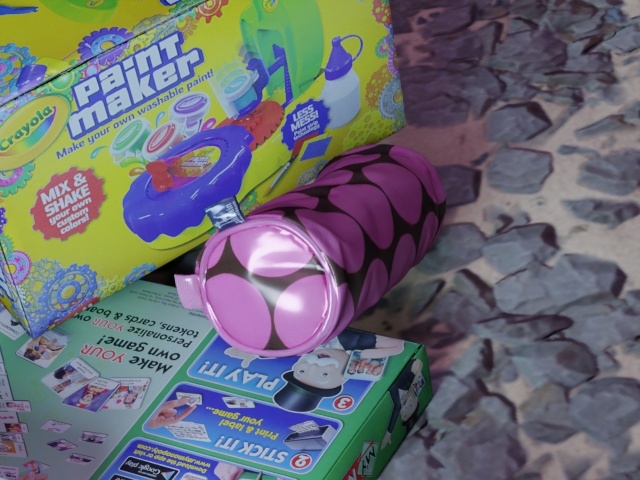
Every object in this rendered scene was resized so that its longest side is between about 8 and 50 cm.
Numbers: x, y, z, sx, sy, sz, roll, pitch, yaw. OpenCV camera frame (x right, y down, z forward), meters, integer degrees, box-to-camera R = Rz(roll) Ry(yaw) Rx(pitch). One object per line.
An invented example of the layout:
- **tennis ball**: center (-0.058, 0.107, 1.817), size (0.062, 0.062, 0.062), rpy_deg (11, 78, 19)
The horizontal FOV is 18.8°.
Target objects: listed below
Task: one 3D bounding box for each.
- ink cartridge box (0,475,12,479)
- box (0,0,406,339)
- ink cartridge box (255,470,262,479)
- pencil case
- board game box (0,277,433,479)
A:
- **ink cartridge box**: center (-0.229, 0.207, 0.971), size (0.128, 0.127, 0.176), rpy_deg (16, 46, 32)
- **box**: center (-0.148, -0.137, 1.249), size (0.290, 0.177, 0.279), rpy_deg (-30, 46, -19)
- **ink cartridge box**: center (-0.018, 0.246, 0.801), size (0.097, 0.189, 0.255), rpy_deg (11, 30, 6)
- **pencil case**: center (0.000, 0.000, 1.149), size (0.098, 0.095, 0.209), rpy_deg (-13, 7, 25)
- **board game box**: center (-0.123, 0.110, 1.131), size (0.317, 0.046, 0.213), rpy_deg (12, 44, 29)
